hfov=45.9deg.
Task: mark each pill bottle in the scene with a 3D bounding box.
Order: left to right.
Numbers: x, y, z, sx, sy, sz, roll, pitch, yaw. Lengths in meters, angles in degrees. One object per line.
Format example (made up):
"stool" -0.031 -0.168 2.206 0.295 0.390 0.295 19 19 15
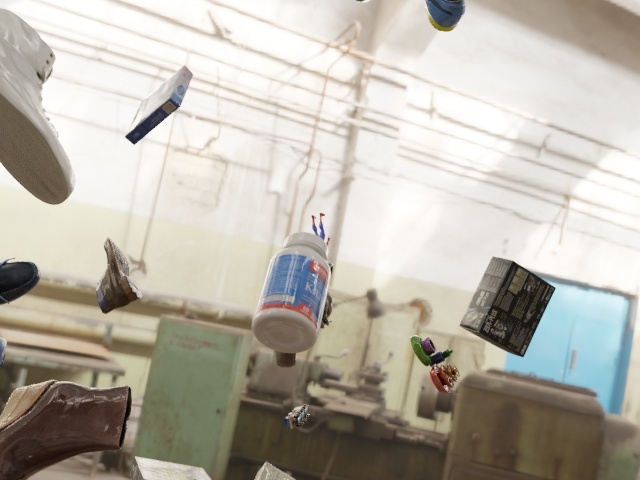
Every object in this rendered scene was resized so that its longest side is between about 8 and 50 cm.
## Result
"pill bottle" -0.048 0.091 1.434 0.124 0.221 0.124 7 -42 6

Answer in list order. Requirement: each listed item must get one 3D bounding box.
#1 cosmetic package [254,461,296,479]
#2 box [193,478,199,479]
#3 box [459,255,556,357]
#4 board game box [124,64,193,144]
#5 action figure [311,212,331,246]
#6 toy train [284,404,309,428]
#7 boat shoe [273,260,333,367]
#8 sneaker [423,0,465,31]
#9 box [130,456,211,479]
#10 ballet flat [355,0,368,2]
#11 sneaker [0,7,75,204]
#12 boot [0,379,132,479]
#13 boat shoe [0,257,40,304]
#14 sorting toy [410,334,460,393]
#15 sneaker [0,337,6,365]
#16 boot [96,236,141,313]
"cosmetic package" -0.076 0.494 1.486 0.115 0.041 0.060 33 35 -2
"box" -0.213 0.586 1.339 0.143 0.270 0.165 21 33 3
"box" 0.423 0.150 1.708 0.147 0.180 0.077 29 -6 -25
"board game box" -0.209 -0.177 0.985 0.090 0.090 0.020 -32 -59 27
"action figure" 0.000 0.000 1.620 0.038 0.115 0.030 -12 -23 25
"toy train" -0.048 0.352 1.516 0.036 0.027 0.158 -8 -5 5
"boat shoe" -0.034 0.150 1.796 0.130 0.355 0.132 6 -46 4
"sneaker" 0.185 -0.451 1.253 0.069 0.209 0.082 -19 -17 -12
"box" -0.423 0.696 2.171 0.216 0.060 0.270 16 -7 -17
"ballet flat" 0.085 -0.475 1.303 0.087 0.083 0.247 38 -6 20
"sneaker" -0.427 -0.209 1.123 0.108 0.292 0.169 -20 20 29
"boot" -0.427 0.330 1.217 0.207 0.248 0.090 0 -47 4
"boat shoe" -0.759 0.106 1.682 0.258 0.109 0.089 -21 -18 -11
"sorting toy" 0.179 0.180 1.143 0.042 0.102 0.061 -32 -4 16
"sneaker" -0.821 0.307 1.890 0.053 0.144 0.059 22 6 8
"boot" -0.563 0.092 2.011 0.219 0.106 0.082 58 2 33
